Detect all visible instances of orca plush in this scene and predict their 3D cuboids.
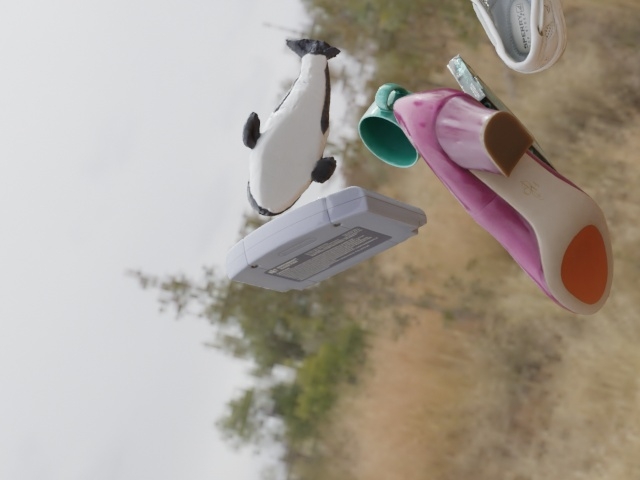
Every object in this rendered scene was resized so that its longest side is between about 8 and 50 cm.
[{"bbox_3d":[-0.059,-0.163,2.115,0.102,0.151,0.287,154,122,-63],"label":"orca plush"}]

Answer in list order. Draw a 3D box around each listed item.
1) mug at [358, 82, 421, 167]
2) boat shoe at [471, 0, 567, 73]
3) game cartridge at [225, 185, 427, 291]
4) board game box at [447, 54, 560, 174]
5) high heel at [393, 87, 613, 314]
[{"bbox_3d":[0.151,-0.217,2.558,0.097,0.129,0.158,-52,-3,-28],"label":"mug"},{"bbox_3d":[0.179,-0.304,1.429,0.277,0.098,0.096,69,-158,-1],"label":"boat shoe"},{"bbox_3d":[0.000,0.000,2.280,0.198,0.297,0.062,21,-129,-48],"label":"game cartridge"},{"bbox_3d":[0.255,-0.168,1.969,0.026,0.186,0.126,-40,35,13],"label":"board game box"},{"bbox_3d":[0.239,-0.051,1.791,0.127,0.181,0.377,-46,-54,-17],"label":"high heel"}]
